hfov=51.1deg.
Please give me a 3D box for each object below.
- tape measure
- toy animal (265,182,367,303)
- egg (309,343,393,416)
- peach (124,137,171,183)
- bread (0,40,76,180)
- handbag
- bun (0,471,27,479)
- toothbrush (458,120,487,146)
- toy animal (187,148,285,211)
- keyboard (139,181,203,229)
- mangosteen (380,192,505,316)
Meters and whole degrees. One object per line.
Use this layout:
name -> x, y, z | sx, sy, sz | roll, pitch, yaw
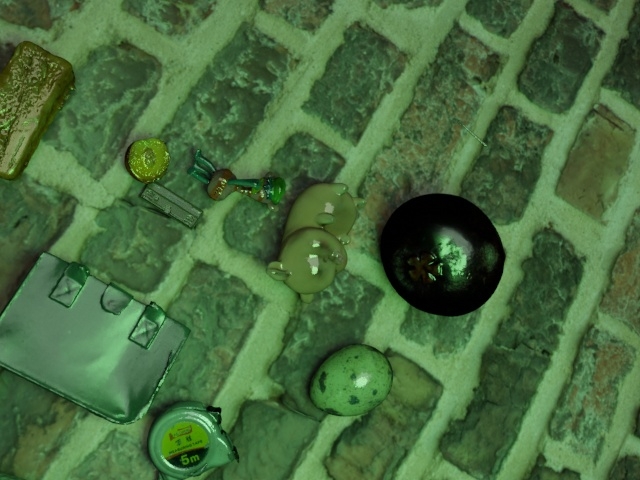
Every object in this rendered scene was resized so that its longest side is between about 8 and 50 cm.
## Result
tape measure -> -0.335, 0.420, 1.294 | 0.330, 0.084, 0.164 | -19, 87, -6
toy animal -> -0.011, -0.004, 1.411 | 0.166, 0.154, 0.250 | 35, 66, -32
egg -> 0.063, 0.294, 1.392 | 0.181, 0.141, 0.141 | -27, 89, -2
peach -> -0.360, -0.164, 1.381 | 0.098, 0.061, 0.098 | -3, 94, -36
bread -> -0.590, -0.252, 1.317 | 0.139, 0.077, 0.271 | 26, 76, -15
handbag -> -0.444, 0.190, 1.284 | 0.326, 0.089, 0.239 | 30, 72, -10
bun -> -0.594, 0.560, 1.110 | 0.361, 0.211, 0.362 | 4, 77, -16
toothbrush -> 0.375, -0.263, 1.647 | 0.097, 0.008, 0.006 | 40, 86, -8
toy animal -> -0.175, -0.123, 1.408 | 0.208, 0.103, 0.100 | 21, 76, -12
keyboard -> -0.312, -0.076, 1.406 | 0.129, 0.015, 0.049 | 32, 68, -9
mangosteen -> 0.276, 0.022, 1.464 | 0.302, 0.275, 0.275 | -27, 89, -55
